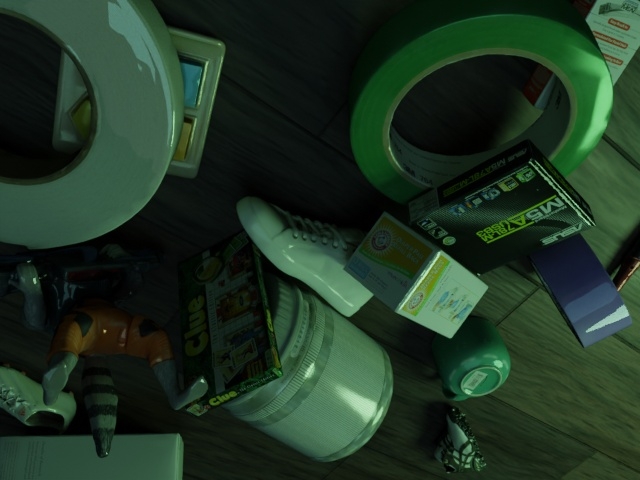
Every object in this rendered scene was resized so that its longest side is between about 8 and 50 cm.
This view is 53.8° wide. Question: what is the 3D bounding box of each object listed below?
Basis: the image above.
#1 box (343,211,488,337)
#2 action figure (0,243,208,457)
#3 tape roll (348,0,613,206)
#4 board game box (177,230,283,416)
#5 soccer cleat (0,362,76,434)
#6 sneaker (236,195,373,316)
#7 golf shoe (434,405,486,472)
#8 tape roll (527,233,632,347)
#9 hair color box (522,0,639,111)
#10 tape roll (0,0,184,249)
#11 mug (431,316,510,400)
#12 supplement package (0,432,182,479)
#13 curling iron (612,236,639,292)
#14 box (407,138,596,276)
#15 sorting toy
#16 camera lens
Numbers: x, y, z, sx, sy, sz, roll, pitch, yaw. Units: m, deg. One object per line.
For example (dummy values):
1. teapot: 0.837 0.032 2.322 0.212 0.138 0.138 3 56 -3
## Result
1. box: 0.144 0.055 0.929 0.103 0.114 0.203 -55 144 4
2. action figure: -0.348 0.111 0.821 0.341 0.330 0.179 1 114 -37
3. tape roll: 0.196 -0.165 0.806 0.320 0.077 0.321 0 140 0
4. board game box: -0.135 0.105 0.889 0.136 0.260 0.030 -29 134 12
5. soccer cleat: -0.506 0.264 1.058 0.196 0.076 0.068 29 116 -25
6. sneaker: 0.000 0.000 0.940 0.123 0.106 0.290 -39 132 14
7. golf shoe: 0.273 0.418 1.285 0.093 0.077 0.198 -21 124 6
8. tape roll: 0.396 0.066 0.985 0.080 0.189 0.189 -30 124 13
9. hair color box: 0.356 -0.248 0.840 0.093 0.053 0.167 14 124 -16
10. tape roll: -0.357 -0.172 0.743 0.391 0.072 0.392 0 119 -1
11. mug: 0.276 0.227 1.136 0.129 0.097 0.158 -18 125 4
12. supplement package: -0.392 0.433 1.098 0.292 0.176 0.177 1 158 -9
13. curling iron: 0.524 0.032 1.074 0.068 0.035 0.274 19 120 -21
14. box: 0.248 -0.036 0.871 0.190 0.045 0.184 -28 134 32
15. sorting toy: -0.236 -0.180 0.809 0.192 0.038 0.208 11 123 -16
16. camera lens: -0.037 0.203 0.996 0.219 0.219 0.274 -40 121 19
